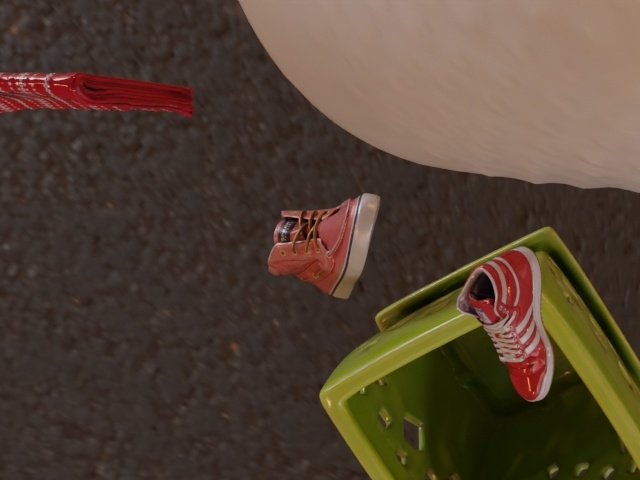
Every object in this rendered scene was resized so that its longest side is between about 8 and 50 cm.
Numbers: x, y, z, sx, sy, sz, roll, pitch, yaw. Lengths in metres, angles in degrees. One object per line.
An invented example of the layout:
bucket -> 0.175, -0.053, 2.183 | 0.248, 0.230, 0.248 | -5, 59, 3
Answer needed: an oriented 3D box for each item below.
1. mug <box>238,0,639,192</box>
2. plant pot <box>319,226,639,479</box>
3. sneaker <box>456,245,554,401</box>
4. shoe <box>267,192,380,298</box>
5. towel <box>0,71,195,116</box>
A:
mug -> 0.193, -0.158, 0.712 | 0.374, 0.328, 0.276 | -8, 99, -29
plant pot -> 0.165, 0.132, 1.665 | 0.227, 0.207, 0.228 | -29, 103, 22
sneaker -> 0.138, 0.068, 1.412 | 0.042, 0.067, 0.118 | -2, 99, 45
shoe -> 0.000, 0.000, 1.638 | 0.081, 0.178, 0.063 | 16, 69, -2
towel -> -0.284, -0.145, 1.855 | 0.275, 0.199, 0.031 | 3, 90, 31
